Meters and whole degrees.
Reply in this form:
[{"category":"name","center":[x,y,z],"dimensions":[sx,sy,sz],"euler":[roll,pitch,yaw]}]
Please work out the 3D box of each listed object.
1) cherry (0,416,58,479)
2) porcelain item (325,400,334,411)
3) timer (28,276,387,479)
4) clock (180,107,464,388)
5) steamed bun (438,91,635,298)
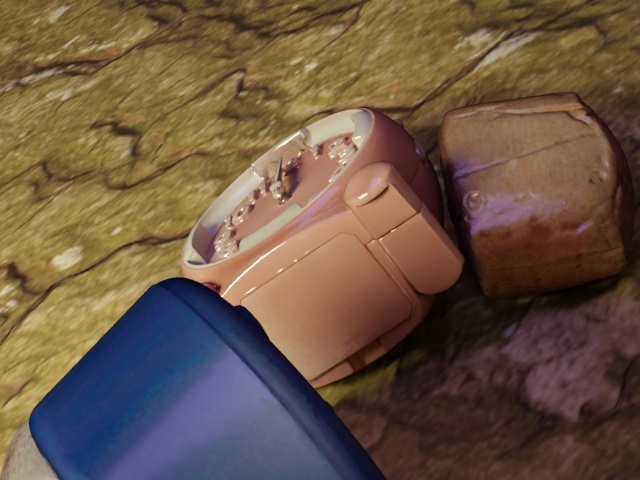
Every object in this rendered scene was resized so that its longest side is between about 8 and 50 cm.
[{"category":"cherry","center":[-0.181,0.152,0.996],"dimensions":[0.115,0.148,0.188],"euler":[4,66,-9]},{"category":"porcelain item","center":[-0.042,0.153,0.959],"dimensions":[0.021,0.075,0.136],"euler":[9,48,41]},{"category":"timer","center":[-0.145,0.235,0.764],"dimensions":[0.383,0.270,0.270],"euler":[-39,37,-13]},{"category":"clock","center":[0.000,0.000,1.082],"dimensions":[0.227,0.142,0.241],"euler":[-34,24,14]},{"category":"steamed bun","center":[0.172,-0.034,1.045],"dimensions":[0.145,0.106,0.175],"euler":[-9,50,4]}]
